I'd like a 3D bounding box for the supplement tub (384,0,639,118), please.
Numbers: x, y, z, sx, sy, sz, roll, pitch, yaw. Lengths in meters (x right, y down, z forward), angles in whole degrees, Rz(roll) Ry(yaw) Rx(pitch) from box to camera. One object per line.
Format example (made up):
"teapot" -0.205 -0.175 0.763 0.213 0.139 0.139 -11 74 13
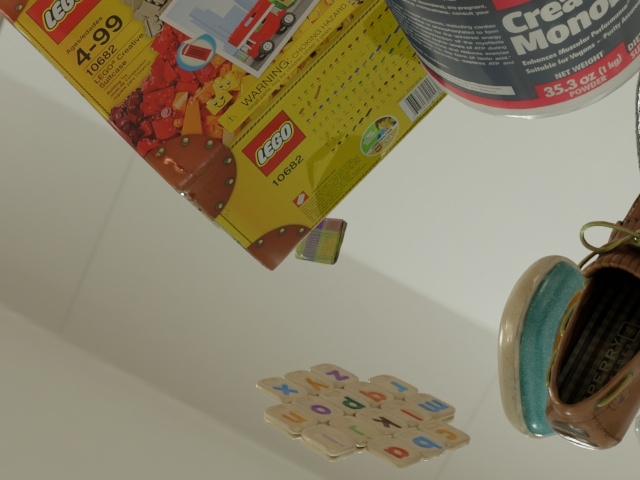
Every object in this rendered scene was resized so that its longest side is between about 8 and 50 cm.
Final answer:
"supplement tub" 0.114 -0.217 0.964 0.191 0.191 0.272 44 177 33

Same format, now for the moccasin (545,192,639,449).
"moccasin" 0.363 0.056 1.767 0.139 0.380 0.147 25 160 29

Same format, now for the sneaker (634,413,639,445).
"sneaker" 0.503 0.401 2.184 0.114 0.152 0.305 4 -117 -63

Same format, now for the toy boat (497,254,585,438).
"toy boat" 0.391 0.140 2.191 0.318 0.267 0.148 -17 -160 -41

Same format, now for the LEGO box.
"LEGO box" -0.021 -0.282 1.506 0.372 0.500 0.193 43 178 35

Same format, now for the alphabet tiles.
"alphabet tiles" 0.058 0.245 2.114 0.278 0.021 0.284 24 -159 36

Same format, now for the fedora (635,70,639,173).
"fedora" 0.433 -0.082 1.417 0.153 0.334 0.334 -13 -140 -19

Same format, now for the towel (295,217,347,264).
"towel" 0.000 0.000 1.927 0.009 0.060 0.083 19 171 -39
